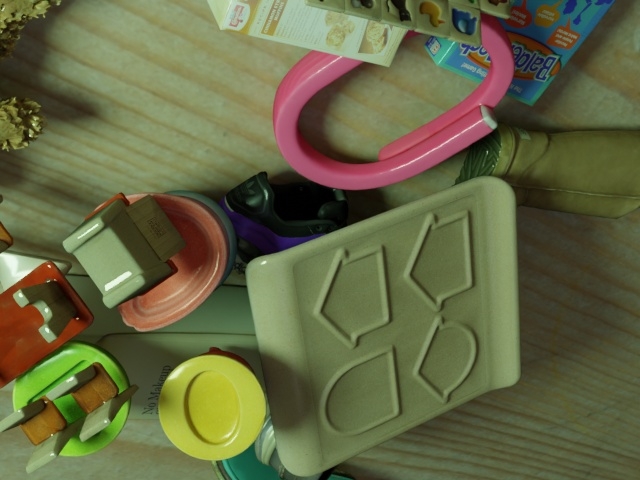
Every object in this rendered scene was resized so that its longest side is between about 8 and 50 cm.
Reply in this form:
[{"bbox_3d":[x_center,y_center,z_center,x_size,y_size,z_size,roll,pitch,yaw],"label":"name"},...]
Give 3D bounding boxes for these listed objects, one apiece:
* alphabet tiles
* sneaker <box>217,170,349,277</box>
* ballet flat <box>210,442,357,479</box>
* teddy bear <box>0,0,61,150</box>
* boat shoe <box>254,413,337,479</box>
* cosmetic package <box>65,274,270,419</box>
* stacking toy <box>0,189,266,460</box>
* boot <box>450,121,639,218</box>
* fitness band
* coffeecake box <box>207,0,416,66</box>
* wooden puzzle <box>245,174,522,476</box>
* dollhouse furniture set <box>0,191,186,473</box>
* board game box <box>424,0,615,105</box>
[{"bbox_3d":[0.088,-0.295,0.998,0.237,0.198,0.009,7,162,-28],"label":"alphabet tiles"},{"bbox_3d":[0.000,0.000,1.280,0.293,0.102,0.146,24,117,-37],"label":"sneaker"},{"bbox_3d":[-0.071,0.382,1.611,0.123,0.123,0.348,-44,130,19],"label":"ballet flat"},{"bbox_3d":[-0.379,-0.173,0.974,0.245,0.113,0.338,0,123,-30],"label":"teddy bear"},{"bbox_3d":[0.072,0.213,1.430,0.355,0.130,0.132,-43,160,-7],"label":"boat shoe"},{"bbox_3d":[-0.199,0.144,1.324,0.309,0.113,0.160,4,129,-27],"label":"cosmetic package"},{"bbox_3d":[-0.212,0.099,1.183,0.280,0.130,0.309,-9,97,2],"label":"stacking toy"},{"bbox_3d":[0.307,-0.050,1.374,0.270,0.089,0.236,3,130,-26],"label":"boot"},{"bbox_3d":[0.082,-0.161,1.159,0.291,0.054,0.209,-30,135,25],"label":"fitness band"},{"bbox_3d":[-0.021,-0.251,1.009,0.185,0.142,0.068,7,127,-28],"label":"coffeecake box"},{"bbox_3d":[0.084,0.101,1.280,0.348,0.080,0.322,-18,120,-18],"label":"wooden puzzle"},{"bbox_3d":[-0.275,0.063,1.070,0.259,0.135,0.262,-33,96,16],"label":"dollhouse furniture set"},{"bbox_3d":[0.243,-0.269,1.171,0.160,0.047,0.210,15,125,-33],"label":"board game box"}]
